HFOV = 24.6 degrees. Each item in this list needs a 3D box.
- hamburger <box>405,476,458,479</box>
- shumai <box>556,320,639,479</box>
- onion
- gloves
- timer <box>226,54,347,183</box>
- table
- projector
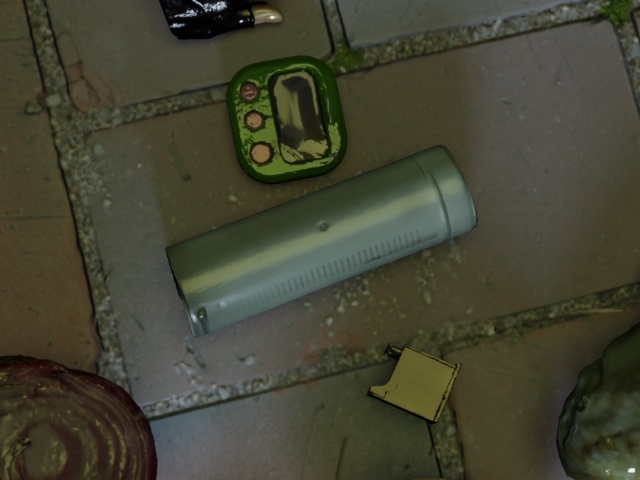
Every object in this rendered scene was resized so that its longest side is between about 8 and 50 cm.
[{"bbox_3d":[0.128,0.383,1.488,0.302,0.302,0.170,23,123,-1],"label":"hamburger"},{"bbox_3d":[0.403,0.114,1.573,0.329,0.292,0.289,-12,75,15],"label":"shumai"},{"bbox_3d":[-0.298,0.233,1.499,0.230,0.256,0.273,1,108,-46],"label":"onion"},{"bbox_3d":[-0.098,-0.304,1.652,0.180,0.106,0.129,-22,82,-3],"label":"gloves"},{"bbox_3d":[-0.038,-0.135,1.664,0.128,0.047,0.140,-10,83,-4],"label":"timer"},{"bbox_3d":[0.102,0.154,1.617,0.082,0.083,0.070,23,83,3],"label":"table"},{"bbox_3d":[0.000,0.000,1.618,0.337,0.108,0.108,-21,84,-7],"label":"projector"}]
